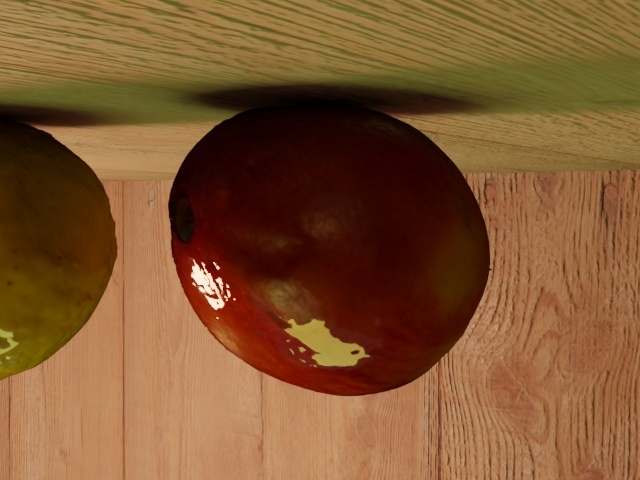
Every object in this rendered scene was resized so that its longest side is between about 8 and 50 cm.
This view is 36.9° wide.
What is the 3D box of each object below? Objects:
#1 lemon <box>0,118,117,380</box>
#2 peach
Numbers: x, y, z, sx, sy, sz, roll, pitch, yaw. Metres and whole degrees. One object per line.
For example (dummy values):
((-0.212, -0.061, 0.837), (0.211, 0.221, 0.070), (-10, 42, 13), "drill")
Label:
((-0.321, 0.004, 0.911), (0.253, 0.253, 0.310), (0, -162, -8), "lemon")
((0.000, 0.000, 0.791), (0.281, 0.238, 0.281), (31, -158, -14), "peach")
